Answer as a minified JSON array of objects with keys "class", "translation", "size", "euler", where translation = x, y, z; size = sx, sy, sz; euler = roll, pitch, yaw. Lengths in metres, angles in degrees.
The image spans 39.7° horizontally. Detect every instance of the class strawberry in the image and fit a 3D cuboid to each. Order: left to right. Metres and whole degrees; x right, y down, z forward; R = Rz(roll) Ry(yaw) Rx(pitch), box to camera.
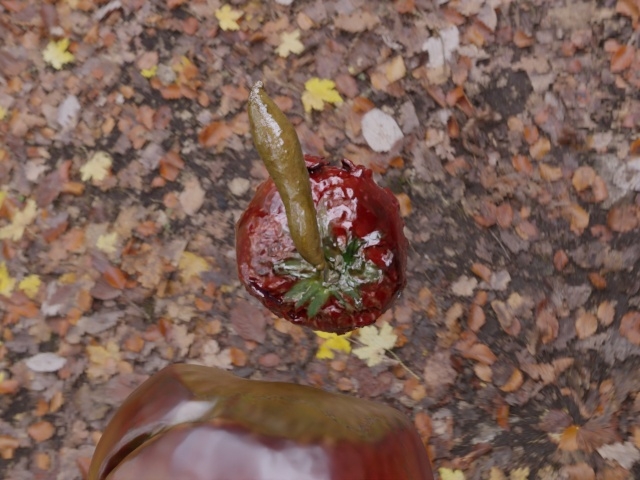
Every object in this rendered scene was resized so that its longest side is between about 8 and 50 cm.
[{"class":"strawberry","translation":[0.000,0.000,1.349],"size":[0.274,0.220,0.274],"euler":[-1,99,-3]}]

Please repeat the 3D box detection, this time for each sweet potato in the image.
[{"class":"sweet potato","translation":[-0.017,-0.034,0.496],"size":[0.026,0.026,0.115],"euler":[-15,101,13]}]

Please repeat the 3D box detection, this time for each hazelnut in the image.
[{"class":"hazelnut","translation":[-0.074,0.311,1.007],"size":[0.409,0.359,0.360],"euler":[-1,78,15]}]
